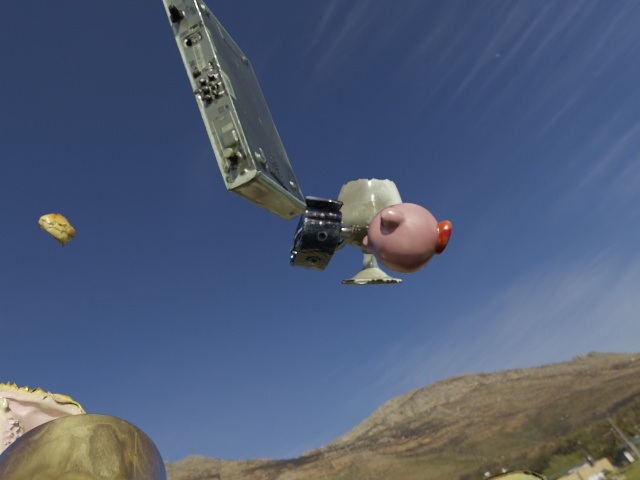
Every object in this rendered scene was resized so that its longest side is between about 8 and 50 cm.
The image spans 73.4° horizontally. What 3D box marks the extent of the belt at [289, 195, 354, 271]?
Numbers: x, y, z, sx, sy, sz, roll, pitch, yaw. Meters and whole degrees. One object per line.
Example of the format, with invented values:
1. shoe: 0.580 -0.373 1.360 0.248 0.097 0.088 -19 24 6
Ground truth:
1. belt: -0.001 0.000 1.071 0.128 0.122 0.218 8 -32 -12

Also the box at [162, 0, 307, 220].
1. box: -0.102 -0.167 0.557 0.045 0.270 0.211 -24 -15 11

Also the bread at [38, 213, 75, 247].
1. bread: -0.563 -0.027 0.920 0.072 0.106 0.053 45 -111 -22

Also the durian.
1. durian: -0.553 0.427 0.864 0.196 0.305 0.185 -13 -33 -31

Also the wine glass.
1. wine glass: 0.154 -0.021 1.347 0.238 0.322 0.238 1 -7 0

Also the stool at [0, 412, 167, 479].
1. stool: -0.214 0.270 0.326 0.179 0.264 0.179 -1 -88 -17

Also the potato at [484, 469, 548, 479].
1. potato: 0.441 0.619 0.871 0.112 0.255 0.269 -26 -16 -48

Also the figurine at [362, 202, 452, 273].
1. figurine: 0.192 -0.006 1.003 0.173 0.173 0.173 -14 -44 -14
